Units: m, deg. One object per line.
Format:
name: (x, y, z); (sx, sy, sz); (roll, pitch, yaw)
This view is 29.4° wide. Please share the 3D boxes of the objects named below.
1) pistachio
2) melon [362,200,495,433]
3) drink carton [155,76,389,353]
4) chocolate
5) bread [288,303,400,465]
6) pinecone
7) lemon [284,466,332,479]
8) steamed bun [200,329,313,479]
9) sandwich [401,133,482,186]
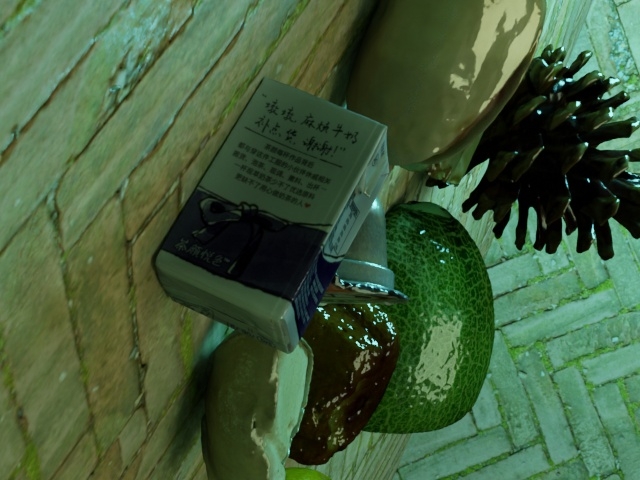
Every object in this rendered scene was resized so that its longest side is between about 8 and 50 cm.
pistachio: (0.146, -0.222, 1.407); (0.299, 0.187, 0.187); (-65, 167, 13)
melon: (0.133, 0.118, 1.976); (0.226, 0.331, 0.343); (-127, -135, -63)
drink carton: (-0.039, -0.026, 1.146); (0.222, 0.134, 0.102); (-61, 163, -20)
chocolate: (-0.005, -0.004, 1.292); (0.221, 0.221, 0.147); (10, 80, -76)
bread: (0.001, 0.191, 1.657); (0.232, 0.135, 0.247); (-26, 143, -50)
pinecone: (0.390, -0.119, 2.041); (0.384, 0.384, 0.384); (-59, 164, -27)
lemon: (-0.047, 0.430, 1.774); (0.257, 0.188, 0.188); (-47, 157, -47)
steamed bun: (-0.085, 0.195, 1.394); (0.231, 0.110, 0.212); (60, 38, -69)
sandwich: (0.168, -0.181, 1.721); (0.186, 0.108, 0.220); (-68, 163, 9)
